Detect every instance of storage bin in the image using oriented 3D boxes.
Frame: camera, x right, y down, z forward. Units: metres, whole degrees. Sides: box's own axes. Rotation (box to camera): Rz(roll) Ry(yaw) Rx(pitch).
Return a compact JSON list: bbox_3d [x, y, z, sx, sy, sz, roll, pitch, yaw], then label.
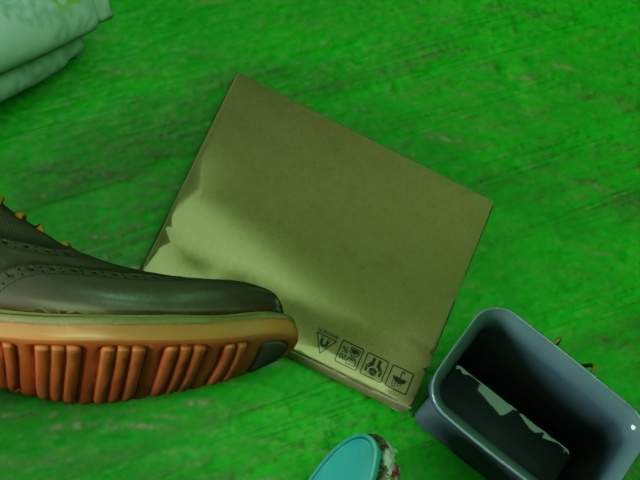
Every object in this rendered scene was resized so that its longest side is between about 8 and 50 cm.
[{"bbox_3d":[0.129,0.114,1.127,0.135,0.091,0.098,38,68,-2],"label":"storage bin"}]

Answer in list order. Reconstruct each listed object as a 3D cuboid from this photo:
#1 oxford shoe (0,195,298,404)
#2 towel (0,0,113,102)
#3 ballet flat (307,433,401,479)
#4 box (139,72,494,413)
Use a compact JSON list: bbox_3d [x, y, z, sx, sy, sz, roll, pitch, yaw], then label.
[{"bbox_3d":[-0.191,0.020,1.056,0.363,0.130,0.133,5,66,-13],"label":"oxford shoe"},{"bbox_3d":[-0.351,-0.188,1.043,0.374,0.090,0.320,-30,78,-36],"label":"towel"},{"bbox_3d":[-0.007,0.235,1.071,0.077,0.091,0.241,42,69,-32],"label":"ballet flat"},{"bbox_3d":[0.000,0.000,1.166,0.201,0.021,0.164,26,69,-5],"label":"box"}]
